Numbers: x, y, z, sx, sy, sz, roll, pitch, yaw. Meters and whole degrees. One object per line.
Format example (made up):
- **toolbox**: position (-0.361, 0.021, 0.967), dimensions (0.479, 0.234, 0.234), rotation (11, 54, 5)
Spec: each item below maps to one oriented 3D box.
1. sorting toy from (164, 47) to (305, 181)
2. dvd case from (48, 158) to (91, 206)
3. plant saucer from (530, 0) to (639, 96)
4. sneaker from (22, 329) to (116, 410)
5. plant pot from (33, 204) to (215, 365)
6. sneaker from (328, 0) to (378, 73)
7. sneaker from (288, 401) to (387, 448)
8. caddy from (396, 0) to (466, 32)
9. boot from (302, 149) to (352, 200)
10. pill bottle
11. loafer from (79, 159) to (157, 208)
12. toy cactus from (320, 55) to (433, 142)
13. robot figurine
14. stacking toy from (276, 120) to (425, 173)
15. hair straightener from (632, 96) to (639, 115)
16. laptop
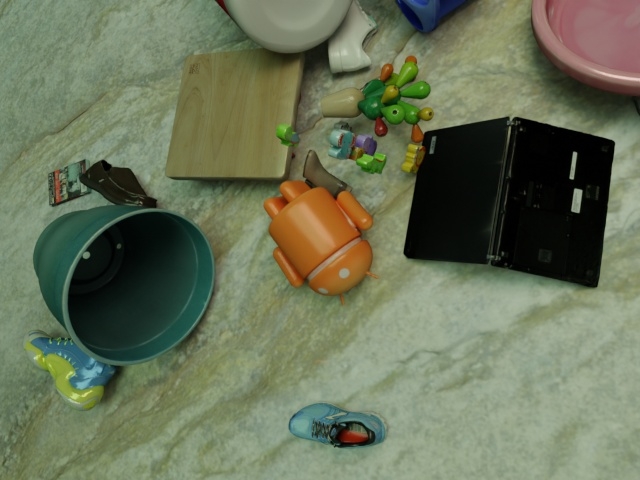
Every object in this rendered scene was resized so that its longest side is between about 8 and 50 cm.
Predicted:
- **sorting toy**: position (-0.155, -0.234, 0.862), dimensions (0.256, 0.089, 0.256), rotation (4, 80, 20)
- **dvd case**: position (-0.601, -0.137, 1.043), dimensions (0.120, 0.013, 0.087), rotation (-17, 74, 17)
- **plant saucer**: position (0.489, -0.340, 0.638), dimensions (0.333, 0.084, 0.331), rotation (-8, 67, 18)
- **sneaker**: position (-0.508, 0.236, 0.910), dimensions (0.240, 0.091, 0.126), rotation (34, 73, 23)
- **plant pot**: position (-0.385, 0.054, 0.807), dimensions (0.255, 0.272, 0.271), rotation (15, 84, 36)
- **sneaker**: position (0.063, -0.425, 0.840), dimensions (0.094, 0.080, 0.212), rotation (-1, 85, 7)
- **sneaker**: position (0.022, 0.298, 0.702), dimensions (0.162, 0.073, 0.063), rotation (-5, 78, 19)
- **caddy**: position (0.144, -0.522, 0.719), dimensions (0.179, 0.241, 0.341), rotation (-27, 87, 8)
- **boot**: position (0.014, -0.104, 0.764), dimensions (0.087, 0.118, 0.042), rotation (26, 69, 9)
- **pill bottle**: position (-0.121, -0.532, 0.805), dimensions (0.229, 0.229, 0.407), rotation (-40, 52, 8)
- **loafer**: position (-0.433, -0.122, 0.944), dimensions (0.220, 0.080, 0.078), rotation (26, 89, 22)
- **toy cactus**: position (0.094, -0.232, 0.738), dimensions (0.181, 0.112, 0.218), rotation (-6, 44, 13)
- **robot figurine**: position (0.001, -0.001, 0.730), dimensions (0.158, 0.128, 0.219), rotation (-36, 82, -14)
- **stacking toy**: position (0.055, -0.155, 0.705), dimensions (0.167, 0.221, 0.052), rotation (24, 110, 27)
- **hair straightener**: position (0.561, -0.184, 0.619), dimensions (0.231, 0.047, 0.089), rotation (28, 89, 22)
- **laptop**: position (0.298, -0.062, 0.708), dimensions (0.265, 0.136, 0.234), rotation (12, 83, -4)
